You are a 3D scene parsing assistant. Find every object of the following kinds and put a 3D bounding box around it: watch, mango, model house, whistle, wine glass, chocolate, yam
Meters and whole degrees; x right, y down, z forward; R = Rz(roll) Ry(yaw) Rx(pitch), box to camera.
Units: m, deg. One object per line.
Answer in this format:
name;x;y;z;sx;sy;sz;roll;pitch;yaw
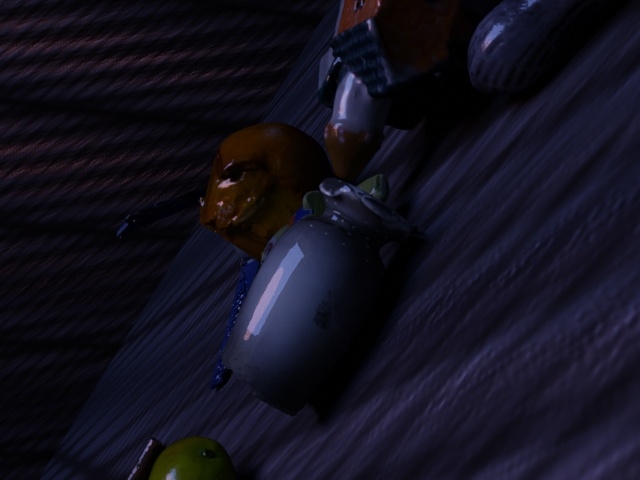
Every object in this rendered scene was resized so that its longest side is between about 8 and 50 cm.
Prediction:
watch;-0.156;0.049;1.033;0.068;0.276;0.274;-26;6;27
mango;-0.078;-0.068;0.967;0.198;0.201;0.350;-14;9;-1
model house;0.102;-0.198;0.700;0.271;0.190;0.301;-154;81;-72
whistle;0.000;0.000;0.730;0.227;0.085;0.105;-43;31;44
wine glass;-0.005;0.048;0.599;0.204;0.111;0.111;-58;15;-3
chocolate;0.185;-0.187;0.539;0.167;0.072;0.072;-46;19;32
yam;-0.291;0.378;1.019;0.145;0.032;0.032;-62;15;-11
mango;-0.139;0.258;0.650;0.163;0.089;0.117;-41;37;50
